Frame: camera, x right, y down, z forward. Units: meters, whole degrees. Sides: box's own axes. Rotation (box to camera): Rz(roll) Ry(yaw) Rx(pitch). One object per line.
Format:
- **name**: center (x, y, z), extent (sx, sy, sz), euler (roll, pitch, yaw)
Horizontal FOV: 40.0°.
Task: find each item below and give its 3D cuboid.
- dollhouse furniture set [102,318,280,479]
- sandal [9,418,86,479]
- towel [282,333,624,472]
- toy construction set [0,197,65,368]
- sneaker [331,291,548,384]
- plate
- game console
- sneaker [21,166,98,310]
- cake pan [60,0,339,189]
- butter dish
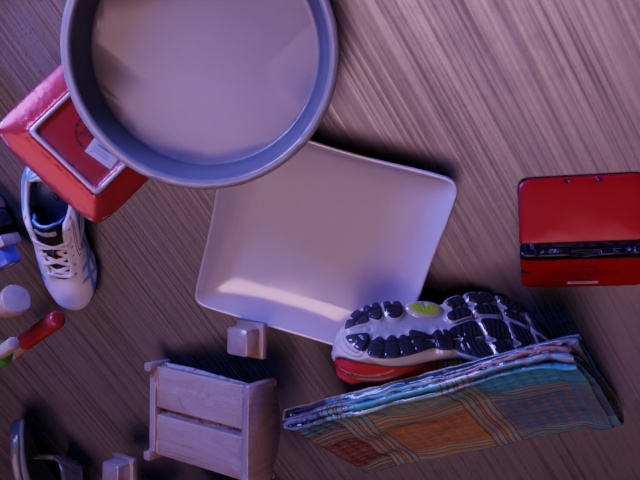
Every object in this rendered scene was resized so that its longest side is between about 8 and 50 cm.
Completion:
- **dollhouse furniture set**: center (-0.160, 0.266, 1.261), extent (0.303, 0.174, 0.355), euler (6, 96, 37)
- **sandal**: center (-0.396, 0.392, 1.371), extent (0.086, 0.120, 0.302), euler (-27, 115, -5)
- **towel**: center (0.174, 0.223, 1.104), extent (0.370, 0.040, 0.271), euler (-18, 146, 21)
- **toy construction set**: center (-0.518, 0.067, 1.140), extent (0.309, 0.257, 0.237), euler (43, 130, -19)
- **sneaker**: center (0.148, 0.134, 1.085), extent (0.279, 0.107, 0.118), euler (4, 140, -13)
- **plate**: center (0.000, 0.000, 1.085), extent (0.278, 0.045, 0.277), euler (16, 121, 3)
- **game console**: center (0.307, -0.008, 1.033), extent (0.144, 0.085, 0.124), euler (-2, 150, 14)
- **sneaker**: center (-0.342, -0.004, 1.134), extent (0.085, 0.086, 0.237), euler (5, 121, 8)
- **cake pan**: center (-0.127, -0.203, 0.948), extent (0.293, 0.054, 0.293), euler (0, 105, -1)
- **butter dish**: center (-0.270, -0.123, 1.039), extent (0.160, 0.118, 0.160), euler (45, 77, -13)
